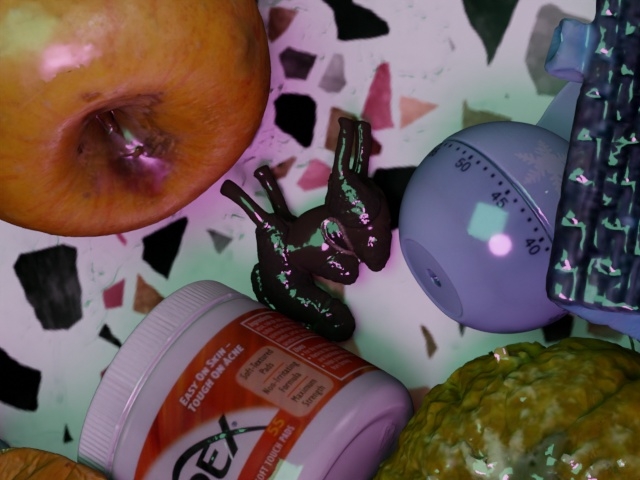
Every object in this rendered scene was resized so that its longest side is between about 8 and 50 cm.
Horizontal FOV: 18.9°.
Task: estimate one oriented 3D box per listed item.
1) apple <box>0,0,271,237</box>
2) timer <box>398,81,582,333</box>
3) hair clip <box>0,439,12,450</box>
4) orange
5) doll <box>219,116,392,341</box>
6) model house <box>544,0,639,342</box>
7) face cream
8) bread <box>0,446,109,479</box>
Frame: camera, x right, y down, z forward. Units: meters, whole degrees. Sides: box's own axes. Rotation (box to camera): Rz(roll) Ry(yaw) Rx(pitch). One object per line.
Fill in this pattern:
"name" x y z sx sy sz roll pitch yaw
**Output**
"apple" -0.198 -0.157 1.532 0.299 0.299 0.275 -37 43 14
"timer" 0.172 -0.027 1.450 0.175 0.255 0.175 28 131 38
"hair clip" -0.401 0.212 1.544 0.238 0.318 0.392 -37 69 12
"orange" 0.160 0.213 1.366 0.301 0.223 0.300 -26 69 18
"doll" 0.000 0.000 1.548 0.139 0.057 0.165 -23 84 16
"model house" 0.248 -0.026 1.302 0.241 0.226 0.261 14 78 -11
"face cream" -0.053 0.157 1.467 0.187 0.201 0.201 28 94 23
"bread" -0.212 0.253 1.431 0.143 0.158 0.149 15 48 35
